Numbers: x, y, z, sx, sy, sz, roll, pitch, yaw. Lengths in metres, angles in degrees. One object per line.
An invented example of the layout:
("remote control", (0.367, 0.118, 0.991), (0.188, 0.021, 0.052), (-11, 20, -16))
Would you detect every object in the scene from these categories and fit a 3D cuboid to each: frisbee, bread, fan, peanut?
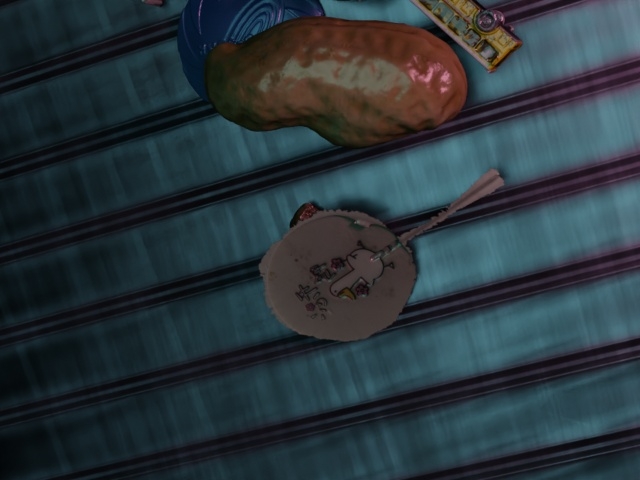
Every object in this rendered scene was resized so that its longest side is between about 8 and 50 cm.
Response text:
("frisbee", (-0.109, -0.308, 1.921), (0.242, 0.045, 0.242), (2, 98, 11))
("bread", (0.000, 0.000, 1.930), (0.113, 0.060, 0.082), (29, 100, 6))
("fan", (0.100, 0.014, 1.894), (0.414, 0.012, 0.233), (-31, 116, 14))
("peanut", (0.020, -0.230, 1.828), (0.387, 0.169, 0.192), (5, 128, 6))

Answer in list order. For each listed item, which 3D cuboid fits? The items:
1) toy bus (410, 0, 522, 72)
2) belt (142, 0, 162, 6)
("toy bus", (0.192, -0.343, 1.827), (0.226, 0.081, 0.074), (42, 106, 4))
("belt", (-0.239, -0.461, 1.909), (0.147, 0.082, 0.163), (-25, 91, 19))
